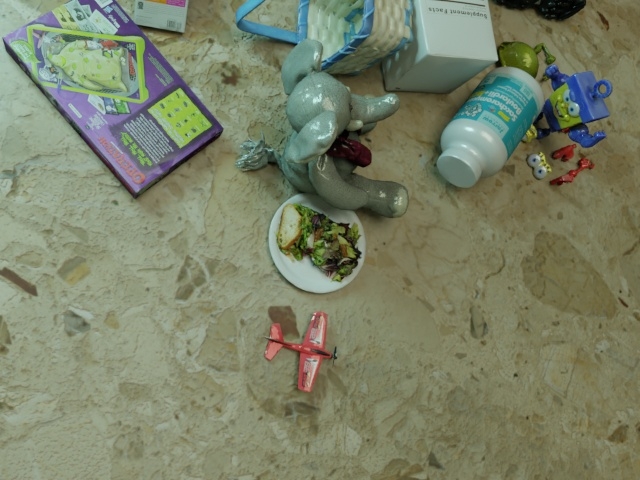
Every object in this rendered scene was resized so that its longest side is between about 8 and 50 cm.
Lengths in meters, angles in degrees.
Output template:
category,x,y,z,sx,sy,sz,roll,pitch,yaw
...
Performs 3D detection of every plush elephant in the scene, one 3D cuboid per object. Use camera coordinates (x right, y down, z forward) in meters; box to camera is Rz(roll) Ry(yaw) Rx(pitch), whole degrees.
category,x,y,z,sx,sy,sz,roll,pitch,yaw
plush elephant,0.024,-0.206,1.124,0.329,0.255,0.272,-1,68,-16

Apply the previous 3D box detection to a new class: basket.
category,x,y,z,sx,sy,sz,roll,pitch,yaw
basket,0.014,-0.436,1.193,0.288,0.254,0.201,1,81,-39

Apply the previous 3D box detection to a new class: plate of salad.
category,x,y,z,sx,sy,sz,roll,pitch,yaw
plate of salad,0.000,0.000,1.192,0.199,0.048,0.200,5,76,-19

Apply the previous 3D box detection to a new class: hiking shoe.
category,x,y,z,sx,sy,sz,roll,pitch,yaw
hiking shoe,0.502,-0.634,1.501,0.304,0.113,0.132,11,66,-28

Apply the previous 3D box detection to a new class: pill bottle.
category,x,y,z,sx,sy,sz,roll,pitch,yaw
pill bottle,0.353,-0.235,1.322,0.146,0.146,0.264,41,67,-7

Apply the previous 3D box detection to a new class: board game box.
category,x,y,z,sx,sy,sz,roll,pitch,yaw
board game box,-0.365,-0.271,1.121,0.208,0.056,0.347,-41,94,-27

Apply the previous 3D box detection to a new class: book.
category,x,y,z,sx,sy,sz,roll,pitch,yaw
book,-0.290,-0.466,1.151,0.096,0.144,0.035,5,32,-20

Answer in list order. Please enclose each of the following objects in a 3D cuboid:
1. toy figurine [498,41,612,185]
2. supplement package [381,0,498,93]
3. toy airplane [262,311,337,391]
category,x,y,z,sx,sy,sz,roll,pitch,yaw
toy figurine,0.564,-0.327,1.383,0.191,0.217,0.363,-15,84,-23
supplement package,0.231,-0.482,1.313,0.175,0.177,0.293,-3,81,-24
toy airplane,-0.039,0.199,1.142,0.151,0.028,0.151,5,75,-19
